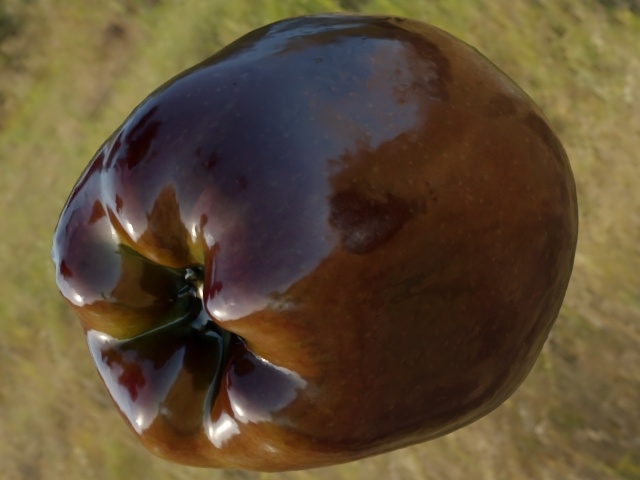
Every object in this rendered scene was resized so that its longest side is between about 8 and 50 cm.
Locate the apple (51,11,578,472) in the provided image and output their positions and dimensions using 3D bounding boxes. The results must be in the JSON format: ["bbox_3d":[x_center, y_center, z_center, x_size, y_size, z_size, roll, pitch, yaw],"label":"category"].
[{"bbox_3d":[0.000,0.000,1.143,0.317,0.288,0.288,-26,-14,-49],"label":"apple"}]
